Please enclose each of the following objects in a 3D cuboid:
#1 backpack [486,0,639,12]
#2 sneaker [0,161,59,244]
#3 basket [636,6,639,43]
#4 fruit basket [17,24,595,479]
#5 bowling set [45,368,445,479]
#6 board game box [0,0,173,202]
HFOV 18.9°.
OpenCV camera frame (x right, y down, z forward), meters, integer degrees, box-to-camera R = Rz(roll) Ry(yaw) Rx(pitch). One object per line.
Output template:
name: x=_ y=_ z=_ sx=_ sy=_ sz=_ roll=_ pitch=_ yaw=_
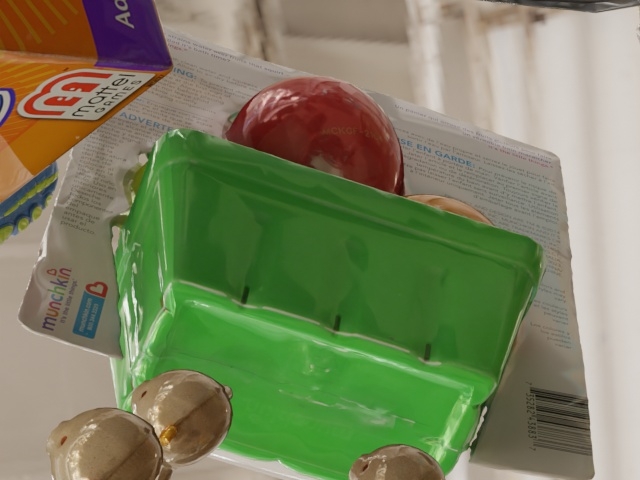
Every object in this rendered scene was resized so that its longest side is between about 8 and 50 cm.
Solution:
backpack: x=0.097 y=-0.262 z=0.822 sx=0.273 sy=0.290 sz=0.355 roll=67 pitch=-140 yaw=-59
sneaker: x=-0.267 y=-0.019 z=1.342 sx=0.188 sy=0.078 sz=0.067 roll=-38 pitch=-29 yaw=-41
basket: x=0.280 y=-0.158 z=1.154 sx=0.167 sy=0.113 sz=0.103 roll=-20 pitch=-54 yaw=-4
fruit basket: x=0.000 y=0.000 z=1.169 sx=0.327 sy=0.165 sz=0.353 roll=17 pitch=-152 yaw=-9
bowling set: x=-0.078 y=0.106 z=0.724 sx=0.200 sy=0.154 sz=0.287 roll=45 pitch=-168 yaw=1
board game box: x=-0.357 y=-0.174 z=0.994 sx=0.356 sy=0.356 sz=0.356 roll=0 pitch=-114 yaw=-45
